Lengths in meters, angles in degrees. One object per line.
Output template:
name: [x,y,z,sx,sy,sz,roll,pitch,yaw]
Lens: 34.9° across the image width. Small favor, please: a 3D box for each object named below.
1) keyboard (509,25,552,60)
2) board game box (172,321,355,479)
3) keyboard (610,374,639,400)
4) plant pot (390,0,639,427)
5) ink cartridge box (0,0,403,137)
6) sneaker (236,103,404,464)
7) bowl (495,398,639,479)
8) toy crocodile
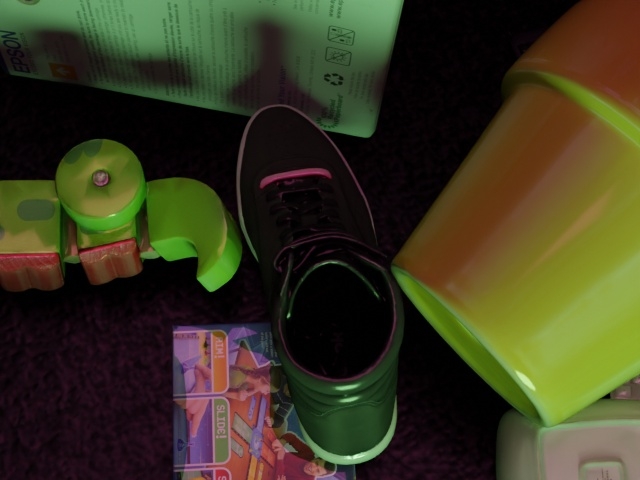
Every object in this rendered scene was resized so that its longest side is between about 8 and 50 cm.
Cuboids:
keyboard: [0.276,-0.170,0.917,0.192,0.038,0.100,-15,70,-9]
board game box: [-0.042,0.161,0.762,0.136,0.035,0.201,-1,68,-4]
keyboard: [0.271,0.055,0.836,0.072,0.014,0.256,5,67,-1]
plant pot: [0.190,-0.005,0.733,0.239,0.254,0.254,-42,76,-5]
ink cartridge box: [-0.100,-0.207,0.753,0.330,0.324,0.071,11,66,1]
sneaker: [0.000,0.000,0.734,0.104,0.147,0.296,-10,65,-6]
bowl: [0.204,0.184,0.753,0.142,0.053,0.142,-2,69,2]
toy crocodile: [-0.231,-0.005,0.775,0.340,0.115,0.105,-2,68,-5]
